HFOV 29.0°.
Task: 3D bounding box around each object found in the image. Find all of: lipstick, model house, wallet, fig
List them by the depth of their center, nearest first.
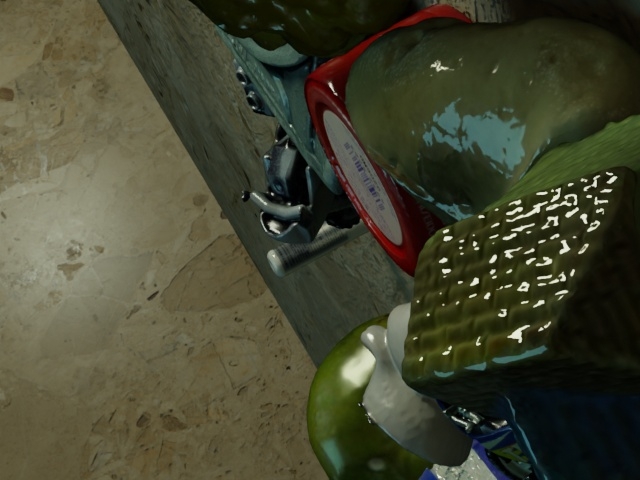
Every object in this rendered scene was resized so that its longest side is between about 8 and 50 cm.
[{"bbox_3d":[0.160,0.058,0.556,0.195,0.189,0.214,-16,101,52],"label":"model house"},{"bbox_3d":[-0.040,-0.229,1.150,0.237,0.075,0.342,95,153,-42],"label":"wallet"},{"bbox_3d":[0.099,0.166,1.366,0.314,0.233,0.233,-85,-29,-68],"label":"fig"},{"bbox_3d":[0.000,0.000,1.568,0.040,0.141,0.040,59,170,18],"label":"lipstick"}]

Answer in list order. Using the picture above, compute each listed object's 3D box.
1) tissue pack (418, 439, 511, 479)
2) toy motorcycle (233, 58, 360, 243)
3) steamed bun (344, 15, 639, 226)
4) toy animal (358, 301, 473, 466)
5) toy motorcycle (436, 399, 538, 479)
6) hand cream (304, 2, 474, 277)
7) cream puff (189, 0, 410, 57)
[{"bbox_3d":[0.227,0.304,1.124,0.209,0.137,0.269,26,-161,-48],"label":"tissue pack"},{"bbox_3d":[-0.028,-0.103,1.378,0.106,0.159,0.270,18,143,44],"label":"toy motorcycle"},{"bbox_3d":[0.115,-0.054,0.765,0.231,0.110,0.212,36,159,1],"label":"steamed bun"},{"bbox_3d":[0.115,0.056,0.971,0.104,0.221,0.131,15,-154,-28],"label":"toy animal"},{"bbox_3d":[0.172,0.092,0.795,0.169,0.113,0.315,31,147,-10],"label":"toy motorcycle"},{"bbox_3d":[0.082,-0.076,0.969,0.193,0.125,0.193,58,173,12],"label":"hand cream"},{"bbox_3d":[-0.023,-0.233,0.811,0.244,0.196,0.244,38,180,0],"label":"cream puff"}]
